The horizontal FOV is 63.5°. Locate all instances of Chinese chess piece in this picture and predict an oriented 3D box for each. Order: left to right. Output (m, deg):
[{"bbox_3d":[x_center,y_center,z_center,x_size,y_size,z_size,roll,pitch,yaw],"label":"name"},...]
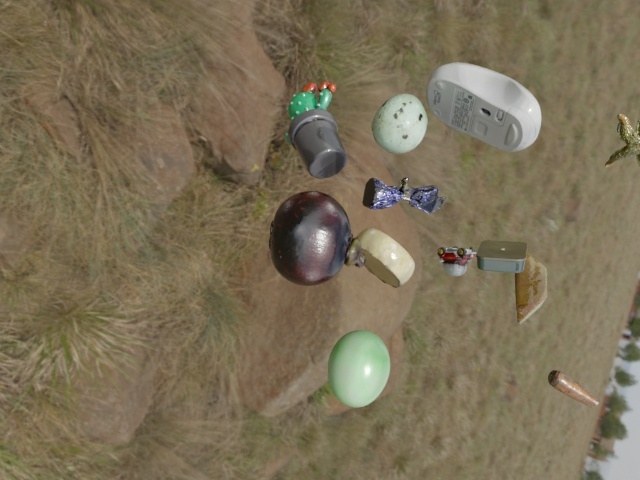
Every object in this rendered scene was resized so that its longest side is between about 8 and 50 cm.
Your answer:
[{"bbox_3d":[0.236,0.065,1.957,0.104,0.257,0.257,-49,142,-11],"label":"Chinese chess piece"}]

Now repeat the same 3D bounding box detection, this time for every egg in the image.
[{"bbox_3d":[0.135,0.453,1.837,0.220,0.220,0.270,52,46,-51],"label":"egg"},{"bbox_3d":[0.188,-0.282,1.232,0.131,0.131,0.164,69,29,-43],"label":"egg"}]

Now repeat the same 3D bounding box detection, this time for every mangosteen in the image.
[{"bbox_3d":[-0.017,-0.003,1.604,0.297,0.293,0.297,12,90,-70],"label":"mangosteen"}]

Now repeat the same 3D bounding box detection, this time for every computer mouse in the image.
[{"bbox_3d":[0.405,-0.338,1.264,0.121,0.296,0.184,-48,153,-15],"label":"computer mouse"}]

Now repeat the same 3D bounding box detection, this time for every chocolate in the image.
[{"bbox_3d":[0.346,-0.176,2.045,0.343,0.126,0.149,3,109,-12],"label":"chocolate"}]

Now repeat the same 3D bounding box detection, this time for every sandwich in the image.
[{"bbox_3d":[0.657,0.140,1.622,0.094,0.096,0.258,51,44,-63],"label":"sandwich"}]

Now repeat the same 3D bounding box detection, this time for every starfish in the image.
[{"bbox_3d":[0.852,-0.257,1.352,0.053,0.175,0.208,-74,155,-51],"label":"starfish"}]

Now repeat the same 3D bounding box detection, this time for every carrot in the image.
[{"bbox_3d":[0.777,0.460,1.593,0.055,0.161,0.055,-56,178,-2],"label":"carrot"}]

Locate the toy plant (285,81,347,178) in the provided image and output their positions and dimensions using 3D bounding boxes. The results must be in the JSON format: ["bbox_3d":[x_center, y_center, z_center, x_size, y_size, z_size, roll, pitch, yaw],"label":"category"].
[{"bbox_3d":[-0.038,-0.411,1.900,0.185,0.400,0.279,-6,145,-22],"label":"toy plant"}]

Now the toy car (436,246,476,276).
[{"bbox_3d":[0.512,0.080,1.947,0.112,0.139,0.112,-1,93,-41],"label":"toy car"}]

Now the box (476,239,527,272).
[{"bbox_3d":[0.353,0.030,1.006,0.126,0.091,0.031,-35,125,-63],"label":"box"}]
